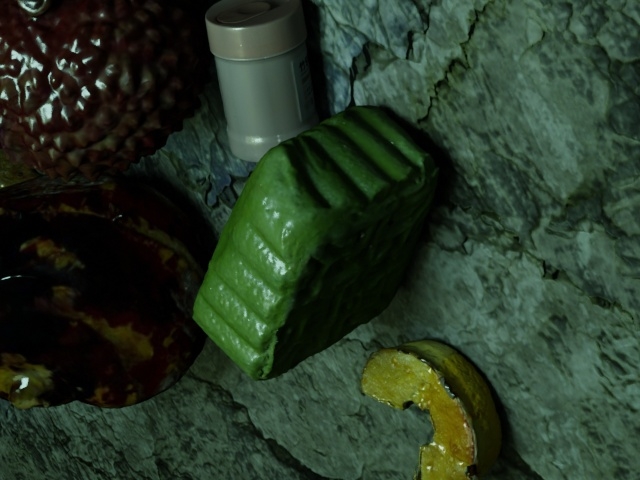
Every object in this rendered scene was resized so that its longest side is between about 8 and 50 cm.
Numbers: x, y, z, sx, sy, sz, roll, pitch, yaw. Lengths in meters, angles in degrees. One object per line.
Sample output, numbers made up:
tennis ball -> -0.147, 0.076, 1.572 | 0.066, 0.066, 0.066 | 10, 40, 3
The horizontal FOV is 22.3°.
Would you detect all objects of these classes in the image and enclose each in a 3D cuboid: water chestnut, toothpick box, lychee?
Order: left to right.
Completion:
lychee -> -0.255, -0.206, 1.673 | 0.306, 0.306, 0.330 | 48, 169, 15
water chestnut -> -0.287, 0.037, 1.946 | 0.335, 0.347, 0.335 | 2, 135, 2
toothpick box -> -0.056, -0.165, 1.637 | 0.098, 0.098, 0.149 | 21, 130, 42

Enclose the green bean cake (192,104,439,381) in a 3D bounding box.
green bean cake -> 0.000, 0.000, 1.586 | 0.125, 0.222, 0.248 | 41, 138, 26

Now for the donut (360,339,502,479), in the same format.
donut -> 0.126, 0.181, 1.696 | 0.146, 0.078, 0.181 | -37, 79, 54

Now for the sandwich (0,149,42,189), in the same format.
sandwich -> -0.410, -0.032, 2.199 | 0.215, 0.065, 0.186 | 35, 139, 31
